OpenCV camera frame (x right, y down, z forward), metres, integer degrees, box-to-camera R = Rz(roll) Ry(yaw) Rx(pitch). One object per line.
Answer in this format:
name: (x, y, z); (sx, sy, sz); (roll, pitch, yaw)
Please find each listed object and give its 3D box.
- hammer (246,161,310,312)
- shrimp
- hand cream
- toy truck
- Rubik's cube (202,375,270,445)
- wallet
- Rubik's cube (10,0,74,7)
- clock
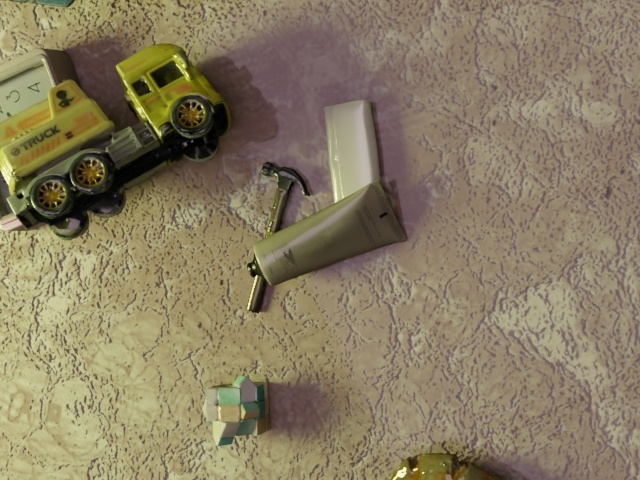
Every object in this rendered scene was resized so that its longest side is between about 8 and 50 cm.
hammer: (-0.058, 0.000, 1.584); (0.062, 0.017, 0.182); (15, 98, 15)
shrimp: (0.205, 0.349, 1.507); (0.294, 0.062, 0.154); (27, 112, 16)
hand cream: (0.000, 0.000, 1.539); (0.186, 0.054, 0.087); (-23, 116, 8)
toy truck: (-0.251, -0.125, 1.535); (0.272, 0.124, 0.157); (-31, 78, -7)
Rubik's cube: (-0.105, 0.204, 1.577); (0.084, 0.073, 0.075); (-21, 86, 14)
wallet: (0.038, -0.102, 1.547); (0.061, 0.025, 0.122); (-6, 91, 23)
Rubik's cube: (-0.338, -0.427, 1.513); (0.319, 0.319, 0.264); (-12, 62, 16)
clock: (-0.356, -0.125, 1.638); (0.150, 0.063, 0.197); (-21, 87, 16)
